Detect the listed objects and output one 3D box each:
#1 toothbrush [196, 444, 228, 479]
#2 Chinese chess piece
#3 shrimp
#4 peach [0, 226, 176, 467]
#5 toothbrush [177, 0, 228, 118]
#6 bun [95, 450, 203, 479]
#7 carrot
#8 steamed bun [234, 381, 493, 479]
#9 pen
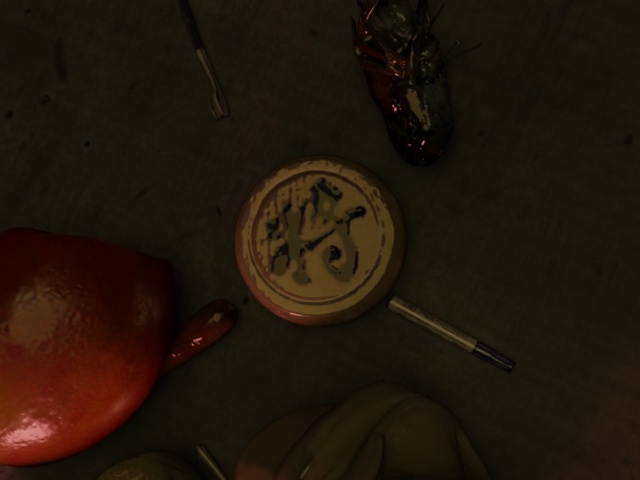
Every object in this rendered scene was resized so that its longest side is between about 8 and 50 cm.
[{"bbox_3d":[-0.126,0.392,1.187,0.022,0.017,0.204,-43,78,13],"label":"toothbrush"},{"bbox_3d":[0.000,0.000,1.173,0.257,0.104,0.257,-1,83,10],"label":"Chinese chess piece"},{"bbox_3d":[0.138,-0.294,1.183,0.172,0.137,0.372,-7,88,-27],"label":"shrimp"},{"bbox_3d":[-0.390,0.143,1.122,0.306,0.242,0.380,32,85,15],"label":"peach"},{"bbox_3d":[-0.205,-0.331,1.296,0.026,0.024,0.288,-24,80,21],"label":"toothbrush"},{"bbox_3d":[-0.241,0.415,1.155,0.221,0.108,0.221,-4,79,24],"label":"bun"},{"bbox_3d":[-0.229,0.170,1.218,0.247,0.059,0.059,-35,78,8],"label":"carrot"},{"bbox_3d":[0.084,0.371,0.995,0.342,0.255,0.368,-15,77,-17],"label":"steamed bun"},{"bbox_3d":[0.190,0.136,1.159,0.204,0.025,0.025,28,88,12],"label":"pen"}]
